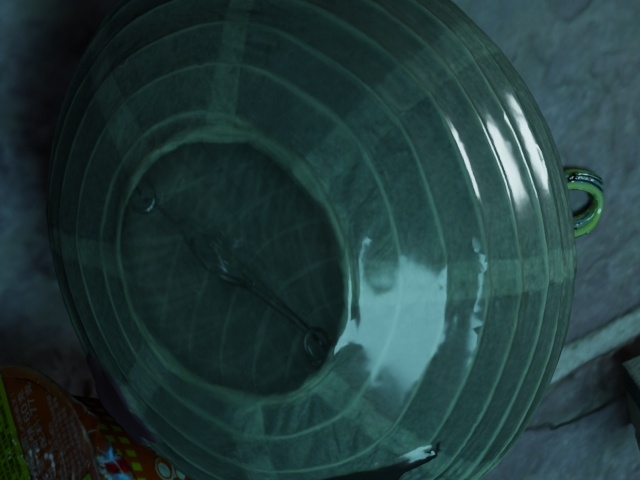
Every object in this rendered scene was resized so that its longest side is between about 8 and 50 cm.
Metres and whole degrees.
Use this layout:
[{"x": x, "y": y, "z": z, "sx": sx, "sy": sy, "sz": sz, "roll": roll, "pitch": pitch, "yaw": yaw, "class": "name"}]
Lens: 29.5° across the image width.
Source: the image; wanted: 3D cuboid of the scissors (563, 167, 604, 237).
[{"x": 0.097, "y": -0.003, "z": 0.745, "sx": 0.187, "sy": 0.020, "sz": 0.134, "roll": 20, "pitch": 103, "yaw": -42, "class": "scissors"}]

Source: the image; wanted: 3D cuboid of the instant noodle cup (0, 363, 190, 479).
[{"x": -0.078, "y": 0.162, "z": 0.644, "sx": 0.212, "sy": 0.193, "sz": 0.193, "roll": 8, "pitch": 114, "yaw": -44, "class": "instant noodle cup"}]

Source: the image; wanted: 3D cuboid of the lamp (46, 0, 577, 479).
[{"x": 0.000, "y": 0.000, "z": 0.539, "sx": 0.233, "sy": 0.265, "sz": 0.233, "roll": -36, "pitch": 173, "yaw": -5, "class": "lamp"}]

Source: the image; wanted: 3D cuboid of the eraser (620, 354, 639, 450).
[{"x": 0.422, "y": 0.062, "z": 0.885, "sx": 0.404, "sy": 0.096, "sz": 0.098, "roll": -25, "pitch": 136, "yaw": -1, "class": "eraser"}]
